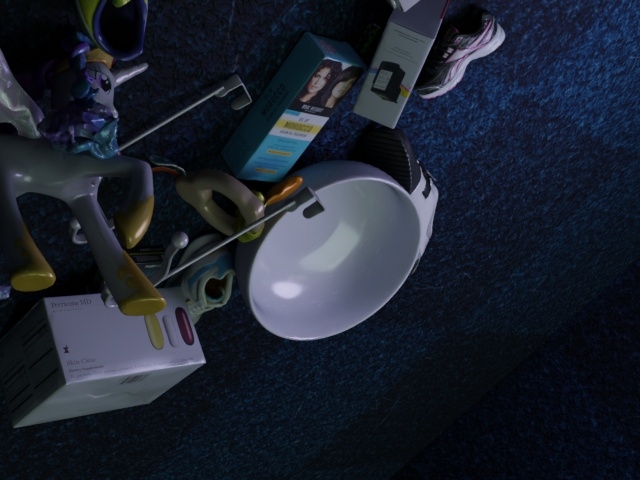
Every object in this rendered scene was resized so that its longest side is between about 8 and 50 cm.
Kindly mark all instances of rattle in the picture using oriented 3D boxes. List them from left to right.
[{"bbox_3d":[-0.148,-0.101,1.430,0.143,0.199,0.130,-56,165,-14],"label":"rattle"}]

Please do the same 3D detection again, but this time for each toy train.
[{"bbox_3d":[0.066,-0.296,1.464,0.023,0.017,0.083,-15,148,-49],"label":"toy train"}]

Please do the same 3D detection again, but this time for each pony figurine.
[{"bbox_3d":[-0.351,-0.086,1.079,0.350,0.364,0.303,-5,150,-18],"label":"pony figurine"}]

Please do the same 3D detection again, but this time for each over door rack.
[{"bbox_3d":[-0.192,-0.085,1.292,0.324,0.240,0.108,-26,156,-14],"label":"over door rack"}]

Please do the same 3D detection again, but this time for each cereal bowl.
[{"bbox_3d":[0.000,0.000,1.648,0.338,0.141,0.339,-18,133,-20],"label":"cereal bowl"}]

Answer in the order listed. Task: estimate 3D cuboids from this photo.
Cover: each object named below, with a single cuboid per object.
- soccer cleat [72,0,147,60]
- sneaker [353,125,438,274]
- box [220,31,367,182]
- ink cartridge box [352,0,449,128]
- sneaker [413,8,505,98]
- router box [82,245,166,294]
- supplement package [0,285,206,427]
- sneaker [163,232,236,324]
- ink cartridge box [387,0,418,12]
[{"bbox_3d":[-0.227,-0.316,1.017,0.093,0.121,0.289,-23,150,-18],"label":"soccer cleat"},{"bbox_3d":[0.149,-0.099,1.765,0.146,0.122,0.331,-51,148,-33],"label":"sneaker"},{"bbox_3d":[-0.042,-0.197,1.456,0.100,0.060,0.244,3,135,-48],"label":"box"},{"bbox_3d":[0.119,-0.276,1.428,0.175,0.072,0.127,113,0,-46],"label":"ink cartridge box"},{"bbox_3d":[0.211,-0.312,1.555,0.178,0.072,0.077,-43,140,-1],"label":"sneaker"},{"bbox_3d":[-0.317,0.055,1.579,0.122,0.038,0.092,-4,139,-43],"label":"router box"},{"bbox_3d":[-0.363,0.188,1.578,0.261,0.145,0.204,-4,155,-44],"label":"supplement package"},{"bbox_3d":[-0.215,0.092,1.687,0.087,0.092,0.229,-13,147,-36],"label":"sneaker"},{"bbox_3d":[0.138,-0.439,1.124,0.278,0.201,0.117,-37,151,6],"label":"ink cartridge box"}]
